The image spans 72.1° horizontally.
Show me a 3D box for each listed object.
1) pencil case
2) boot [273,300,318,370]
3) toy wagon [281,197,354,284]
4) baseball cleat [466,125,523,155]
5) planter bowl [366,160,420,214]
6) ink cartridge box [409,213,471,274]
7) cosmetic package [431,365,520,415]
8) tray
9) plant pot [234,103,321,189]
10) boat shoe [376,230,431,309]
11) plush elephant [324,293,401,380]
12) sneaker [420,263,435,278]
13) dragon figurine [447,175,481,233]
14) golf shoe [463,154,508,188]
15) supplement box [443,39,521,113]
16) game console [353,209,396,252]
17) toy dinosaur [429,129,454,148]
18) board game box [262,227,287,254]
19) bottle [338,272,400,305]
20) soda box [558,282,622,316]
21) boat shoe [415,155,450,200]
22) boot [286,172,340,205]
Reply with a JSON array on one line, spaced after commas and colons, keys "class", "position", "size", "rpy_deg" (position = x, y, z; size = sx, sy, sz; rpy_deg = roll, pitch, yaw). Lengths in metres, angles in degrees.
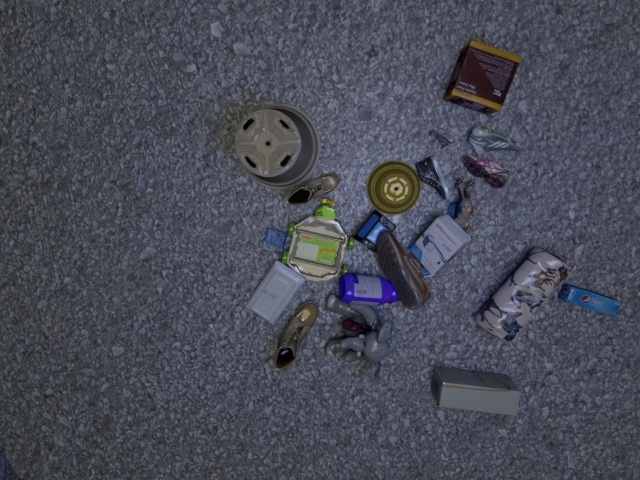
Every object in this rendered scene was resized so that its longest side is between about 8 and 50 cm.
[{"class": "pencil case", "position": [0.801, 0.213, 1.723], "size": [0.183, 0.160, 0.410], "rpy_deg": [38, 99, 13]}, {"class": "boot", "position": [-0.098, 0.378, 1.760], "size": [0.095, 0.203, 0.262], "rpy_deg": [36, 100, -5]}, {"class": "toy wagon", "position": [0.000, 0.000, 1.766], "size": [0.267, 0.068, 0.344], "rpy_deg": [13, 99, -1]}, {"class": "baseball cleat", "position": [0.665, -0.365, 1.692], "size": [0.206, 0.072, 0.109], "rpy_deg": [23, 115, 0]}, {"class": "planter bowl", "position": [0.289, -0.201, 1.711], "size": [0.217, 0.090, 0.217], "rpy_deg": [0, 100, 1]}, {"class": "ink cartridge box", "position": [0.454, 0.016, 1.681], "size": [0.139, 0.082, 0.190], "rpy_deg": [51, 135, 20]}, {"class": "cosmetic package", "position": [0.626, 0.612, 1.798], "size": [0.309, 0.160, 0.113], "rpy_deg": [6, 99, 0]}, {"class": "tray", "position": [-0.190, 0.221, 1.797], "size": [0.145, 0.030, 0.270], "rpy_deg": [34, 112, -3]}, {"class": "plant pot", "position": [-0.168, -0.345, 1.595], "size": [0.334, 0.305, 0.333], "rpy_deg": [0, 99, 1]}, {"class": "boat shoe", "position": [0.326, 0.109, 1.722], "size": [0.116, 0.123, 0.324], "rpy_deg": [-19, 81, -34]}, {"class": "plush elephant", "position": [0.168, 0.389, 1.727], "size": [0.330, 0.255, 0.271], "rpy_deg": [9, 100, 0]}, {"class": "sneaker", "position": [0.411, 0.116, 1.773], "size": [0.162, 0.063, 0.073], "rpy_deg": [-21, 95, 5]}, {"class": "dragon figurine", "position": [0.550, -0.101, 1.720], "size": [0.085, 0.144, 0.289], "rpy_deg": [7, 119, -1]}, {"class": "golf shoe", "position": [0.641, -0.280, 1.707], "size": [0.186, 0.067, 0.086], "rpy_deg": [34, 67, 1]}, {"class": "supplement box", "position": [0.587, -0.591, 1.617], "size": [0.191, 0.129, 0.194], "rpy_deg": [19, 99, -1]}, {"class": "game console", "position": [0.216, -0.034, 1.742], "size": [0.124, 0.085, 0.144], "rpy_deg": [38, 98, -4]}, {"class": "toy dinosaur", "position": [0.461, -0.398, 1.710], "size": [0.090, 0.047, 0.082], "rpy_deg": [-26, 89, -27]}, {"class": "board game box", "position": [-0.185, 0.002, 1.780], "size": [0.090, 0.020, 0.090], "rpy_deg": [18, 100, 23]}, {"class": "bottle", "position": [0.215, 0.199, 1.750], "size": [0.283, 0.092, 0.118], "rpy_deg": [6, 57, -18]}, {"class": "soda box", "position": [1.077, 0.237, 1.764], "size": [0.210, 0.071, 0.067], "rpy_deg": [18, 99, -1]}, {"class": "boat shoe", "position": [0.437, -0.231, 1.718], "size": [0.083, 0.065, 0.183], "rpy_deg": [-22, 91, 7]}, {"class": "boot", "position": [-0.026, -0.193, 1.684], "size": [0.213, 0.165, 0.077], "rpy_deg": [-22, 99, 7]}]
